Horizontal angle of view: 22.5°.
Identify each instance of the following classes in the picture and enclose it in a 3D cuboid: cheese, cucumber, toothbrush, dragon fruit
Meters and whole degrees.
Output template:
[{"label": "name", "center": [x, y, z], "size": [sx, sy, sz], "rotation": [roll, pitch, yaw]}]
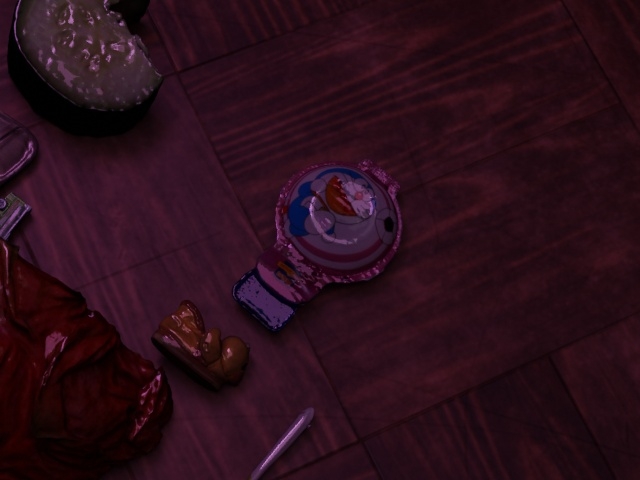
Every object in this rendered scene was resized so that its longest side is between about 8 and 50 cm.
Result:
[{"label": "cheese", "center": [0.000, 0.000, 1.861], "size": [0.155, 0.062, 0.244], "rotation": [42, 69, 6]}, {"label": "cucumber", "center": [-0.277, -0.220, 1.873], "size": [0.191, 0.130, 0.191], "rotation": [3, 73, -9]}, {"label": "toothbrush", "center": [-0.084, 0.286, 1.760], "size": [0.026, 0.022, 0.263], "rotation": [42, 69, -4]}, {"label": "dragon fruit", "center": [-0.307, 0.129, 1.721], "size": [0.330, 0.302, 0.240], "rotation": [13, 34, -20]}]

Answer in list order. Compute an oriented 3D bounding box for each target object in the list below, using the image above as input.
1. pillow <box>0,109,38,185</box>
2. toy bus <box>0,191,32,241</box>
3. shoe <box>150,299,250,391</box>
[{"label": "pillow", "center": [-0.443, -0.143, 1.862], "size": [0.233, 0.038, 0.130], "rotation": [42, 72, 9]}, {"label": "toy bus", "center": [-0.368, -0.015, 1.828], "size": [0.037, 0.031, 0.083], "rotation": [37, 68, -4]}, {"label": "shoe", "center": [-0.130, 0.118, 1.790], "size": [0.109, 0.072, 0.069], "rotation": [30, 73, 4]}]
